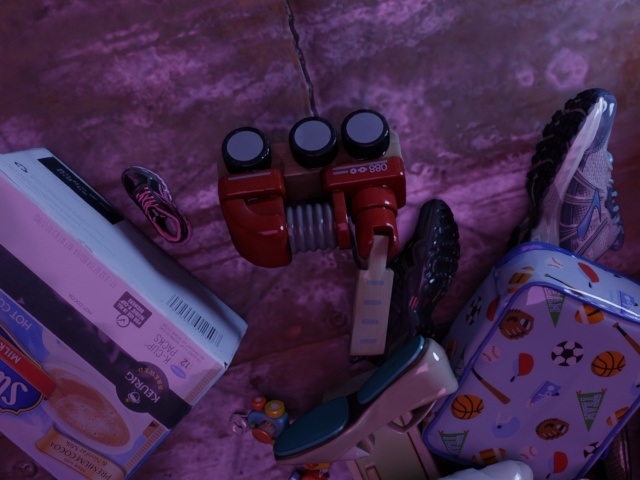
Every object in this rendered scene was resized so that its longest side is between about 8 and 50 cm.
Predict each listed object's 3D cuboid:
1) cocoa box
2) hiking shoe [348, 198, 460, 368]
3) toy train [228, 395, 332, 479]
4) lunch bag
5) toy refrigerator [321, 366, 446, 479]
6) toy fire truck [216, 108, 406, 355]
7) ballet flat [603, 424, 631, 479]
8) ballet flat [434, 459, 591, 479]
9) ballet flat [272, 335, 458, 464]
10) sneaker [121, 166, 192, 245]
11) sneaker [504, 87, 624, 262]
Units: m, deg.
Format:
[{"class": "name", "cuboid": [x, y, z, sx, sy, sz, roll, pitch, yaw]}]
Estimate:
[{"class": "cocoa box", "cuboid": [-0.295, 0.090, 1.130, 0.347, 0.231, 0.228, 42, 96, -4]}, {"class": "hiking shoe", "cuboid": [0.096, 0.051, 1.197, 0.114, 0.086, 0.227, 8, 74, 34]}, {"class": "toy train", "cuboid": [-0.046, 0.275, 1.223, 0.166, 0.046, 0.125, 41, 128, 0]}, {"class": "lunch bag", "cuboid": [0.267, 0.164, 1.159, 0.243, 0.115, 0.303, 21, 121, -12]}, {"class": "toy refrigerator", "cuboid": [0.102, 0.302, 1.225, 0.102, 0.094, 0.269, -23, 97, 6]}, {"class": "toy fire truck", "cuboid": [0.000, 0.000, 1.132, 0.217, 0.158, 0.246, -8, 60, 1]}, {"class": "ballet flat", "cuboid": [0.370, 0.331, 1.245, 0.058, 0.084, 0.249, -1, 102, 18]}, {"class": "ballet flat", "cuboid": [0.259, 0.330, 1.123, 0.400, 0.139, 0.139, 18, 97, 1]}, {"class": "ballet flat", "cuboid": [0.055, 0.207, 1.123, 0.248, 0.086, 0.086, -38, 96, 22]}, {"class": "sneaker", "cuboid": [-0.205, -0.043, 1.203, 0.047, 0.057, 0.119, -39, 94, 6]}, {"class": "sneaker", "cuboid": [0.316, -0.045, 1.188, 0.122, 0.110, 0.283, 14, 106, -8]}]
